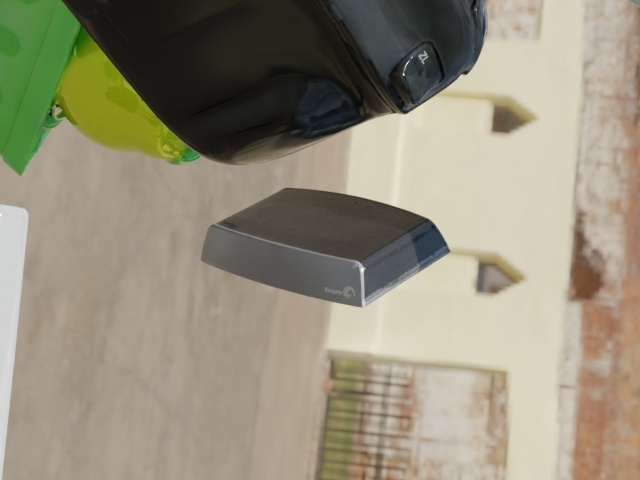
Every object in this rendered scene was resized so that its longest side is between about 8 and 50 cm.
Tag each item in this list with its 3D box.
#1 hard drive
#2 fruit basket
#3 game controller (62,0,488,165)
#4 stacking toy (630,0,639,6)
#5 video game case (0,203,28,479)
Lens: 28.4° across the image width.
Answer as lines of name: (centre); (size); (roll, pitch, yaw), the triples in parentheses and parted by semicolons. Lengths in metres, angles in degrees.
hard drive: (0.000, 0.000, 1.440); (0.172, 0.255, 0.054); (-29, 121, -39)
fruit basket: (-0.282, -0.250, 1.600); (0.283, 0.392, 0.392); (-78, 172, -52)
game controller: (-0.063, -0.159, 0.512); (0.319, 0.167, 0.067); (53, 36, -34)
stacking toy: (0.192, -0.239, 0.466); (0.279, 0.309, 0.130); (47, 30, -19)
video game case: (-0.346, 0.136, 0.959); (0.036, 0.300, 0.328); (12, 81, -52)
